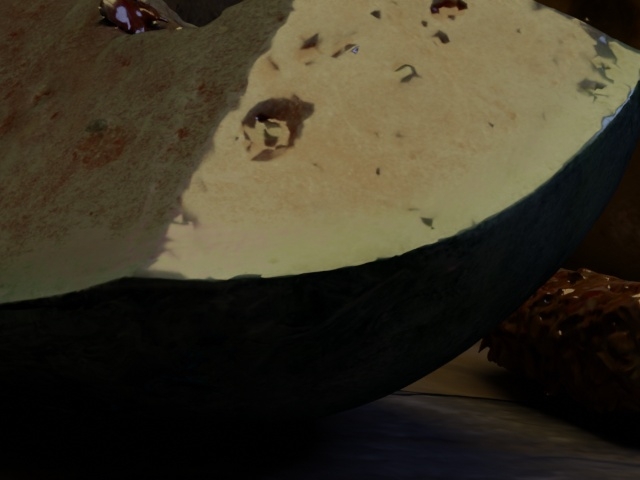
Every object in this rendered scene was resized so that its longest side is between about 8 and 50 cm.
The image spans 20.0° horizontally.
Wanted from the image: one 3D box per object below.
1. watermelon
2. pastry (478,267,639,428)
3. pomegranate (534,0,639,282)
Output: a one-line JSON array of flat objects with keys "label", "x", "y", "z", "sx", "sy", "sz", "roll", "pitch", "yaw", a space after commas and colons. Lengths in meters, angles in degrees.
[{"label": "watermelon", "x": -0.051, "y": 0.009, "z": 0.658, "sx": 0.322, "sy": 0.188, "sz": 0.175, "roll": 5, "pitch": -40, "yaw": 35}, {"label": "pastry", "x": 0.121, "y": 0.046, "z": 0.783, "sx": 0.087, "sy": 0.063, "sz": 0.169, "roll": 15, "pitch": 0, "yaw": -19}, {"label": "pomegranate", "x": 0.240, "y": -0.108, "z": 1.047, "sx": 0.342, "sy": 0.342, "sz": 0.342, "roll": 8, "pitch": 7, "yaw": -1}]
